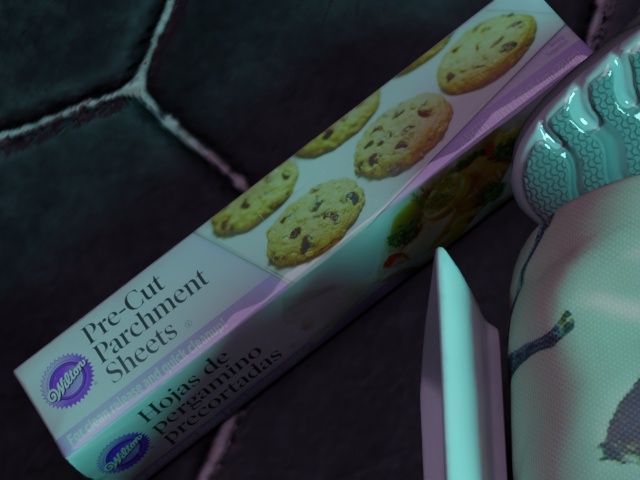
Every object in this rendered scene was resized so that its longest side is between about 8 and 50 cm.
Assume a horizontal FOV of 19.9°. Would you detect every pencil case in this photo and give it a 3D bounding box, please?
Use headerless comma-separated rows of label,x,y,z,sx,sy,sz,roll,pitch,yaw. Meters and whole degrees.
pencil case,0.170,0.157,0.698,0.183,0.160,0.410,-9,61,14

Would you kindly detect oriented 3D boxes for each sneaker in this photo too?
sneaker,0.204,-0.092,0.861,0.281,0.105,0.115,-34,19,-9

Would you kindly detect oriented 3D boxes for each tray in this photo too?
tray,0.062,0.152,0.762,0.030,0.145,0.270,0,63,-1

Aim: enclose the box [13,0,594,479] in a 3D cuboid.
box,0.000,0.000,0.905,0.324,0.063,0.067,-37,56,1
